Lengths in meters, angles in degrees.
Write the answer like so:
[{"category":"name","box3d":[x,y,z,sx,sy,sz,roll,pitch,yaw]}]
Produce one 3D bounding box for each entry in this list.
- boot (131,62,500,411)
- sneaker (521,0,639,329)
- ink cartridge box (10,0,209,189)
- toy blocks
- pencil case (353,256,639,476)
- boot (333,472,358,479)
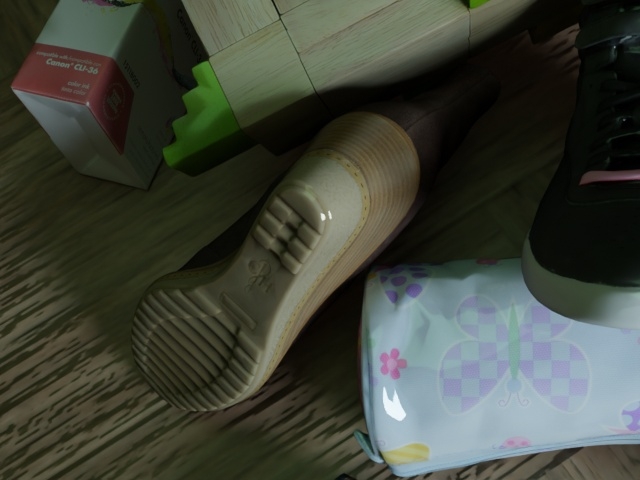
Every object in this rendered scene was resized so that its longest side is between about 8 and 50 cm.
[{"category":"boot","box3d":[0.000,0.000,0.547,0.090,0.248,0.207,49,42,4]},{"category":"sneaker","box3d":[0.166,-0.069,0.450,0.104,0.147,0.296,3,24,23]},{"category":"ink cartridge box","box3d":[-0.136,-0.154,0.642,0.067,0.115,0.198,13,67,17]},{"category":"toy blocks","box3d":[0.035,-0.238,0.532,0.381,0.191,0.261,-27,82,7]},{"category":"pencil case","box3d":[0.155,0.066,0.486,0.273,0.113,0.124,-3,88,8]},{"category":"boot","box3d":[0.011,0.240,0.440,0.106,0.082,0.219,19,66,21]}]
